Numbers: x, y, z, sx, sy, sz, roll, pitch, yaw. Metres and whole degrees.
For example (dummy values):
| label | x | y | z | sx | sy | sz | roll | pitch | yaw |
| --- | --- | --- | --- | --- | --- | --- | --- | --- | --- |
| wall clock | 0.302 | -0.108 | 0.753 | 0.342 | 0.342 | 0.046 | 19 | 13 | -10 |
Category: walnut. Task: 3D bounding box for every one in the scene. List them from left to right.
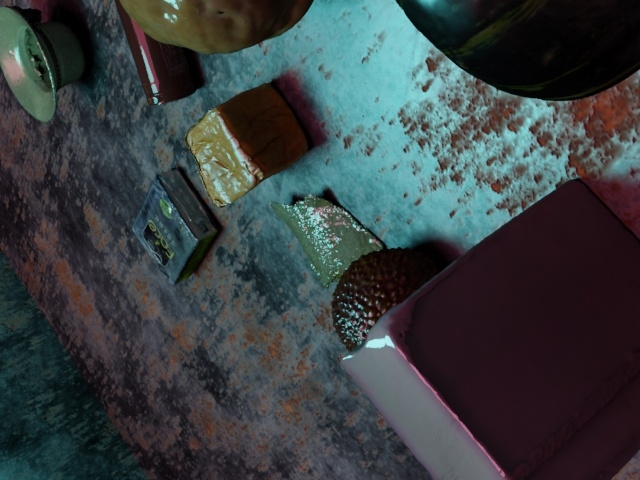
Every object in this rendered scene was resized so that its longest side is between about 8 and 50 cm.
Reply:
| label | x | y | z | sx | sy | sz | roll | pitch | yaw |
| --- | --- | --- | --- | --- | --- | --- | --- | --- | --- |
| walnut | -0.134 | -0.396 | 1.074 | 0.306 | 0.306 | 0.344 | 39 | 150 | 29 |

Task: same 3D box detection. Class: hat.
| label | x | y | z | sx | sy | sz | roll | pitch | yaw |
| --- | --- | --- | --- | --- | --- | --- | --- | --- | --- |
| hat | -0.586 | -0.396 | 1.815 | 0.257 | 0.130 | 0.257 | 31 | 136 | 35 |

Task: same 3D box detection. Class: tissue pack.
| label | x | y | z | sx | sy | sz | roll | pitch | yaw |
| --- | --- | --- | --- | --- | --- | --- | --- | --- | --- |
| tissue pack | -0.312 | -0.026 | 1.786 | 0.173 | 0.073 | 0.235 | 55 | 146 | 9 |

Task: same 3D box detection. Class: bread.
| label | x | y | z | sx | sy | sz | roll | pitch | yaw |
| --- | --- | --- | --- | --- | --- | --- | --- | --- | --- |
| bread | -0.124 | -0.157 | 1.380 | 0.158 | 0.149 | 0.143 | -22 | 100 | 56 |

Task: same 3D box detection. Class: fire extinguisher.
| label | x | y | z | sx | sy | sz | roll | pitch | yaw |
| --- | --- | --- | --- | --- | --- | --- | --- | --- | --- |
| fire extinguisher | -0.303 | -0.384 | 1.497 | 0.104 | 0.104 | 0.269 | 10 | 122 | 49 |

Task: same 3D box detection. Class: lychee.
| label | x | y | z | sx | sy | sz | roll | pitch | yaw |
| --- | --- | --- | --- | --- | --- | --- | --- | --- | --- |
| lychee | 0.105 | 0.106 | 1.259 | 0.194 | 0.194 | 0.195 | 32 | 137 | 35 |

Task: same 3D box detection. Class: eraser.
| label | x | y | z | sx | sy | sz | roll | pitch | yaw |
| --- | --- | --- | --- | --- | --- | --- | --- | --- | --- |
| eraser | 0.241 | 0.122 | 0.921 | 0.272 | 0.359 | 0.122 | 52 | 146 | 13 |

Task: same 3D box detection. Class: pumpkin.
| label | x | y | z | sx | sy | sz | roll | pitch | yaw |
| --- | --- | --- | --- | --- | --- | --- | --- | --- | --- |
| pumpkin | 0.183 | -0.279 | 0.750 | 0.241 | 0.323 | 0.323 | -43 | 77 | 27 |

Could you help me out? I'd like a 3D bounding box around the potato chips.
| label | x | y | z | sx | sy | sz | roll | pitch | yaw |
| --- | --- | --- | --- | --- | --- | --- | --- | --- | --- |
| potato chips | 0.007 | -0.001 | 1.407 | 0.228 | 0.059 | 0.167 | -3 | 102 | 53 |
